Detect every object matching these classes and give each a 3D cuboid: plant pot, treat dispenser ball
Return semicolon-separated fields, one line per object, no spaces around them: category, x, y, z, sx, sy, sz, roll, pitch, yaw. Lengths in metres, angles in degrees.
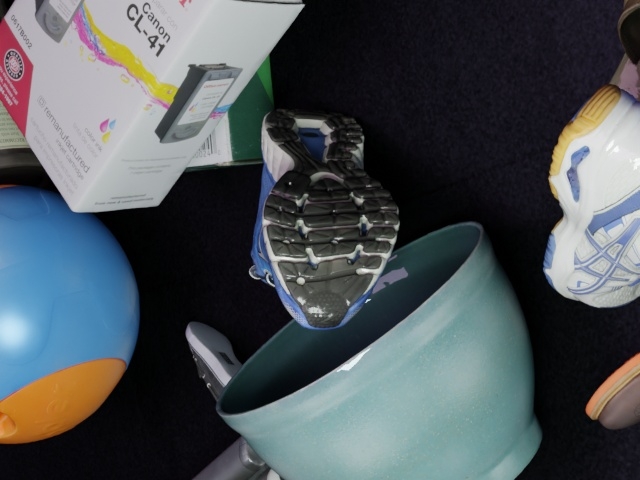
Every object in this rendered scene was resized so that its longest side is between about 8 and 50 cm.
plant pot;0.080;0.146;1.662;0.293;0.293;0.196;-28;102;41
treat dispenser ball;-0.344;0.081;2.015;0.288;0.288;0.288;5;98;42

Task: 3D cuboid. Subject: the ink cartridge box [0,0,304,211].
ink cartridge box;-0.189;-0.209;1.841;0.226;0.131;0.306;55;127;24

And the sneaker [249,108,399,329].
sneaker;0.000;0.000;1.742;0.330;0.130;0.147;-94;9;-62

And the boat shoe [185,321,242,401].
boat shoe;-0.113;0.135;1.948;0.040;0.049;0.142;-64;35;17

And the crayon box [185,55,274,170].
crayon box;-0.154;-0.231;1.949;0.202;0.081;0.318;-4;92;43

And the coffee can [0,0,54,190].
coffee can;-0.440;-0.176;2.139;0.201;0.202;0.275;-29;74;41

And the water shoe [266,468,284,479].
water shoe;0.033;0.290;1.842;0.203;0.073;0.080;47;109;16

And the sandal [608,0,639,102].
sandal;0.298;-0.165;1.532;0.120;0.086;0.302;36;117;35

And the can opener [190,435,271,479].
can opener;-0.062;0.215;1.932;0.283;0.076;0.095;-43;34;37

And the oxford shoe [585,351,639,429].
oxford shoe;0.337;0.112;1.521;0.271;0.097;0.098;-35;77;39

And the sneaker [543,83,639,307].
sneaker;0.261;-0.003;1.483;0.131;0.296;0.112;33;75;22
